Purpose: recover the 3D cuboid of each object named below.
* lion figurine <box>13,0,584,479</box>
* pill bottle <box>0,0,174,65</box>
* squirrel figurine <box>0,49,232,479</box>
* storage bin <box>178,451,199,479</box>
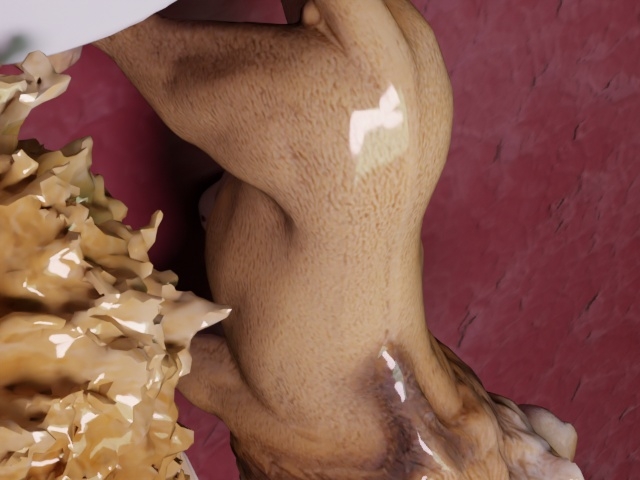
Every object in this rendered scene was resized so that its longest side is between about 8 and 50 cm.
[{"bbox_3d":[0.000,0.000,0.715,0.142,0.240,0.392,-39,142,-19],"label":"lion figurine"},{"bbox_3d":[-0.111,-0.218,0.359,0.210,0.210,0.363,-39,145,-19],"label":"pill bottle"},{"bbox_3d":[-0.170,0.144,0.418,0.370,0.281,0.397,46,50,-46],"label":"squirrel figurine"},{"bbox_3d":[-0.200,0.106,0.681,0.260,0.123,0.262,-46,144,-9],"label":"storage bin"}]
